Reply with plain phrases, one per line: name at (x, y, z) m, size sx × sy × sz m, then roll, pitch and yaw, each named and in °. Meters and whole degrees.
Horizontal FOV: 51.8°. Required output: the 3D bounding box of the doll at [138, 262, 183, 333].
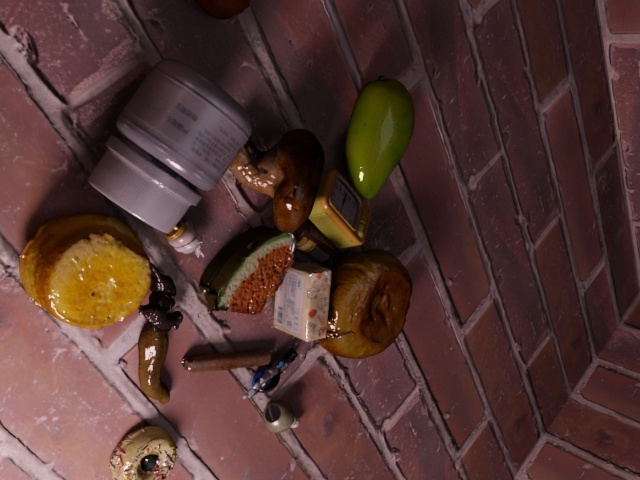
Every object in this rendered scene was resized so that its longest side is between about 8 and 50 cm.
doll at (-0.375, 0.145, 1.545) m, size 0.165 × 0.057 × 0.139 m, roll 44°, pitch 46°, yaw -49°

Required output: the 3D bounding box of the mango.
mango at (0.162, -0.283, 1.853) m, size 0.192 × 0.156 × 0.343 m, roll 9°, pitch 101°, yaw -33°

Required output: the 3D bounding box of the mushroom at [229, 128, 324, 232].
mushroom at (-0.089, -0.156, 1.646) m, size 0.267 × 0.254 × 0.267 m, roll -43°, pitch 144°, yaw -42°

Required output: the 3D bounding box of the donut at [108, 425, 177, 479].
donut at (-0.431, 0.545, 1.629) m, size 0.174 × 0.068 × 0.175 m, roll -14°, pitch 111°, yaw -40°

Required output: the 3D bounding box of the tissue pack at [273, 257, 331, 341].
tissue pack at (-0.049, 0.159, 1.801) m, size 0.092 × 0.148 × 0.196 m, roll -9°, pitch 109°, yaw -43°

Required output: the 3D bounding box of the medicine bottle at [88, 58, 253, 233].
medicine bottle at (-0.315, -0.194, 1.384) m, size 0.245 × 0.245 × 0.306 m, roll 38°, pitch 86°, yaw -42°

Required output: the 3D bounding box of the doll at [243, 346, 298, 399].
doll at (-0.141, 0.377, 1.836) m, size 0.195 × 0.070 × 0.096 m, roll -39°, pitch 162°, yaw -31°

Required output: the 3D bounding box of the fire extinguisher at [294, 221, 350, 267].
fire extinguisher at (0.003, 0.005, 1.846) m, size 0.252 × 0.075 × 0.106 m, roll 36°, pitch 87°, yaw -42°

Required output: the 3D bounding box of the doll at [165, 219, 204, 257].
doll at (-0.318, -0.011, 1.563) m, size 0.127 × 0.073 × 0.084 m, roll 49°, pitch 38°, yaw -37°

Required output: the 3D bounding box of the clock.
clock at (0.048, -0.085, 1.816) m, size 0.202 × 0.096 × 0.143 m, roll 45°, pitch 49°, yaw -36°

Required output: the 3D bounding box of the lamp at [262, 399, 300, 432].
lamp at (-0.104, 0.519, 1.916) m, size 0.091 × 0.091 × 0.163 m, roll -59°, pitch 149°, yaw -11°

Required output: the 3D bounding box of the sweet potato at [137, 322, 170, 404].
sweet potato at (-0.401, 0.305, 1.590) m, size 0.081 × 0.062 × 0.233 m, roll -15°, pitch 115°, yaw -39°

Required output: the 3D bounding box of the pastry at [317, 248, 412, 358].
pastry at (0.125, 0.187, 1.957) m, size 0.355 × 0.163 × 0.356 m, roll -15°, pitch 114°, yaw -36°

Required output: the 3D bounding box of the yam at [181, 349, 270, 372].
yam at (-0.246, 0.319, 1.742) m, size 0.263 × 0.046 × 0.046 m, roll 3°, pitch 101°, yaw -42°

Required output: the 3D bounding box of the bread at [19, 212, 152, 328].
bread at (-0.485, 0.067, 1.382) m, size 0.268 × 0.145 × 0.269 m, roll -16°, pitch 116°, yaw -34°

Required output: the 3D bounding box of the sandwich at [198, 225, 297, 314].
sandwich at (-0.175, 0.080, 1.697) m, size 0.292 × 0.109 × 0.212 m, roll -57°, pitch 139°, yaw -10°

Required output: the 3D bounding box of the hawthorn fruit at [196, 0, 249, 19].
hawthorn fruit at (-0.218, -0.559, 1.441) m, size 0.138 × 0.132 × 0.133 m, roll 26°, pitch 85°, yaw -35°
